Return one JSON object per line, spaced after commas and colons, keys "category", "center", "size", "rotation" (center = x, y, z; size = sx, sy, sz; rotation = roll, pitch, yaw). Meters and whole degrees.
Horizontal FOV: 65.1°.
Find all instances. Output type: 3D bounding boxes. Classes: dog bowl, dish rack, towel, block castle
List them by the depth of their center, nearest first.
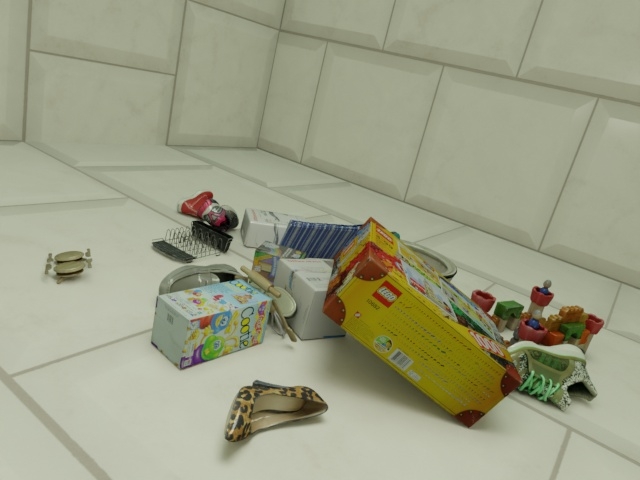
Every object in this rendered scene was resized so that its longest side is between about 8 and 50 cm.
{"category": "block castle", "center": [0.779, 0.282, 1.815], "size": [0.452, 0.213, 0.303], "rotation": [2, 22, -34]}
{"category": "dish rack", "center": [-0.495, 0.004, 1.922], "size": [0.208, 0.074, 0.271], "rotation": [22, 20, 27]}
{"category": "towel", "center": [0.000, 0.000, 2.062], "size": [0.335, 0.243, 0.040], "rotation": [4, 55, -21]}
{"category": "dog bowl", "center": [0.342, 0.124, 2.068], "size": [0.407, 0.151, 0.408], "rotation": [13, 17, -4]}

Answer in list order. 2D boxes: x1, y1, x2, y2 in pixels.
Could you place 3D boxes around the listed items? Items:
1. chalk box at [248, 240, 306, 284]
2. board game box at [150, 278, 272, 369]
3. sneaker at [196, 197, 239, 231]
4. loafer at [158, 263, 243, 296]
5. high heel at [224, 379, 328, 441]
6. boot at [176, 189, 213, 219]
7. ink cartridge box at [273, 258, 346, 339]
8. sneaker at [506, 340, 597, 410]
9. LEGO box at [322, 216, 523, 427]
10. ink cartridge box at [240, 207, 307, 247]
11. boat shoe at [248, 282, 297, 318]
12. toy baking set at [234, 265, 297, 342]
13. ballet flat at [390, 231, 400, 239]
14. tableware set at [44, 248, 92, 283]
{"category": "chalk box", "center": [-0.130, 0.104, 1.806], "size": [0.212, 0.132, 0.132], "rotation": [17, 17, 6]}
{"category": "board game box", "center": [-0.285, 0.213, 1.336], "size": [0.144, 0.142, 0.275], "rotation": [27, 22, 36]}
{"category": "sneaker", "center": [-0.420, -0.083, 2.138], "size": [0.112, 0.121, 0.299], "rotation": [42, 4, 13]}
{"category": "loafer", "center": [-0.364, 0.133, 1.571], "size": [0.111, 0.112, 0.319], "rotation": [14, 15, 28]}
{"category": "high heel", "center": [-0.089, 0.372, 1.074], "size": [0.186, 0.093, 0.261], "rotation": [11, 8, 10]}
{"category": "boot", "center": [-0.539, -0.163, 2.381], "size": [0.176, 0.089, 0.244], "rotation": [19, 27, 14]}
{"category": "ink cartridge box", "center": [-0.026, 0.178, 1.591], "size": [0.171, 0.168, 0.232], "rotation": [3, 21, -34]}
{"category": "sneaker", "center": [0.665, 0.412, 1.489], "size": [0.409, 0.158, 0.182], "rotation": [2, 38, -20]}
{"category": "LEGO box", "center": [0.266, 0.204, 1.387], "size": [0.500, 0.193, 0.372], "rotation": [39, 18, -7]}
{"category": "ink cartridge box", "center": [-0.197, -0.043, 2.212], "size": [0.282, 0.117, 0.207], "rotation": [8, 19, -18]}
{"category": "boat shoe", "center": [-0.145, 0.193, 1.561], "size": [0.233, 0.084, 0.079], "rotation": [15, -29, 46]}
{"category": "toy baking set", "center": [-0.155, 0.183, 1.458], "size": [0.256, 0.197, 0.030], "rotation": [29, 49, 34]}
{"category": "ballet flat", "center": [0.253, 0.000, 2.054], "size": [0.070, 0.070, 0.188], "rotation": [28, 21, 37]}
{"category": "tableware set", "center": [-0.775, 0.077, 1.553], "size": [0.128, 0.039, 0.194], "rotation": [-8, 20, -24]}
